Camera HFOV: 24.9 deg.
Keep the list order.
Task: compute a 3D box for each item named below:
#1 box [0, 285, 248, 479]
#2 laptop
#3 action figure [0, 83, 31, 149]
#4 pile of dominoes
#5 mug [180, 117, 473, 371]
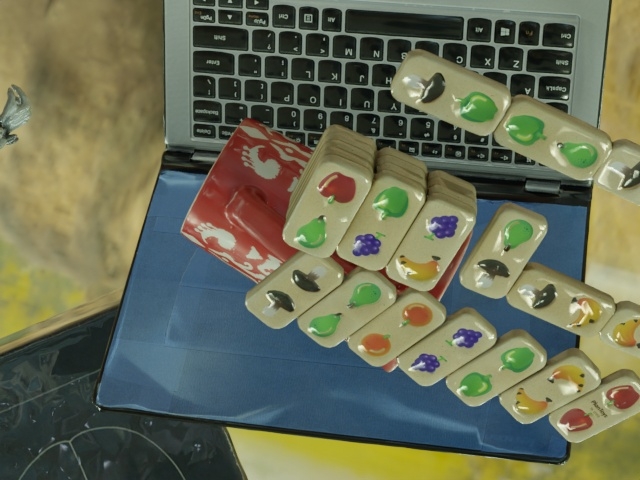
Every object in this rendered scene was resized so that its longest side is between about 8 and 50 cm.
[{"bbox_3d":[-0.304,0.347,1.503,0.480,0.472,0.297,-22,-175,-14],"label":"box"},{"bbox_3d":[0.029,-0.076,1.159,0.382,0.408,0.236,5,-159,9],"label":"laptop"},{"bbox_3d":[-0.381,-0.145,1.464,0.276,0.141,0.164,52,173,33],"label":"action figure"},{"bbox_3d":[0.101,0.024,0.778,0.251,0.040,0.196,23,124,-10],"label":"pile of dominoes"},{"bbox_3d":[0.004,-0.007,0.954,0.169,0.113,0.150,30,163,0],"label":"mug"}]
